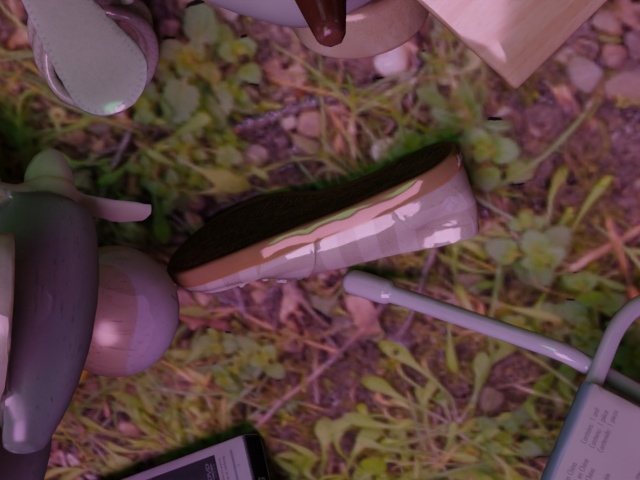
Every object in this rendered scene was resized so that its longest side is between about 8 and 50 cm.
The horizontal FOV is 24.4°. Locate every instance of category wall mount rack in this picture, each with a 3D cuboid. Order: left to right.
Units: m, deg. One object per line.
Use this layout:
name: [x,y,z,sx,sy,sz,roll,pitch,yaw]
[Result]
wall mount rack: [0.122,0.175,0.969,0.304,0.350,0.130,29,163,-12]

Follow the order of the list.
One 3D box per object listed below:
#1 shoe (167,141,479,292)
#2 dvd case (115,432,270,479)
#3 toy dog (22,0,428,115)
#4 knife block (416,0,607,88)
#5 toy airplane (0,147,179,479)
shoe: [0.000,0.000,0.964,0.219,0.076,0.058,-18,116,23]
dvd case: [-0.128,0.270,1.160,0.239,0.179,0.030,-23,161,27]
toy dog: [-0.089,-0.150,0.802,0.334,0.161,0.220,-17,128,25]
knife block: [0.171,-0.220,0.656,0.088,0.275,0.242,39,155,-16]
toy airplane: [-0.207,0.093,0.923,0.272,0.386,0.384,-18,119,-21]
